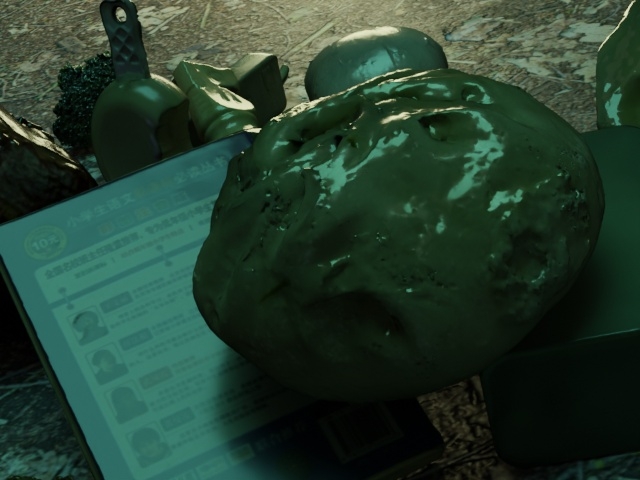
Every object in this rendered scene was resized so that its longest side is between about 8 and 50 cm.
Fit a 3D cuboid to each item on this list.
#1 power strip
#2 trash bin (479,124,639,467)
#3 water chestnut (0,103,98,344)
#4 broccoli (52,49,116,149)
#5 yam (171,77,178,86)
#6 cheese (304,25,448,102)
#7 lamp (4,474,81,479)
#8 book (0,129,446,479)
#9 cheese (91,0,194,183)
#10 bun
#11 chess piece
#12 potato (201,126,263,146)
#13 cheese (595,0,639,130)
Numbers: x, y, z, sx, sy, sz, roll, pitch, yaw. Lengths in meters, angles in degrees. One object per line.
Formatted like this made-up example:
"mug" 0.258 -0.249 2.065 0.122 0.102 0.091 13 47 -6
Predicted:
"power strip" -0.121 -0.190 2.047 0.053 0.093 0.288 8 36 34
"trash bin" 0.240 0.044 1.386 0.222 0.158 0.343 -10 29 7
"water chestnut" -0.414 -0.010 1.672 0.302 0.350 0.350 -51 34 0
"broccoli" -0.333 -0.210 2.166 0.154 0.167 0.160 8 -13 -28
"yam" -0.200 -0.198 2.114 0.079 0.079 0.141 -1 32 23
"cheese" 0.080 -0.203 1.918 0.198 0.154 0.189 -13 33 1
"lamp" -0.179 0.284 1.138 0.274 0.177 0.177 11 37 35
"book" -0.112 0.093 1.388 0.300 0.039 0.428 -22 56 -15
"cheese" -0.232 -0.173 1.864 0.163 0.286 0.082 8 29 31
"bun" 0.061 -0.026 1.266 0.362 0.234 0.326 -17 31 23
"chess piece" -0.126 -0.160 1.911 0.090 0.090 0.200 -20 58 -12
"potato" -0.107 -0.039 1.721 0.248 0.143 0.169 -35 37 -19
"cheese" 0.447 -0.169 1.577 0.318 0.115 0.326 -45 45 10
